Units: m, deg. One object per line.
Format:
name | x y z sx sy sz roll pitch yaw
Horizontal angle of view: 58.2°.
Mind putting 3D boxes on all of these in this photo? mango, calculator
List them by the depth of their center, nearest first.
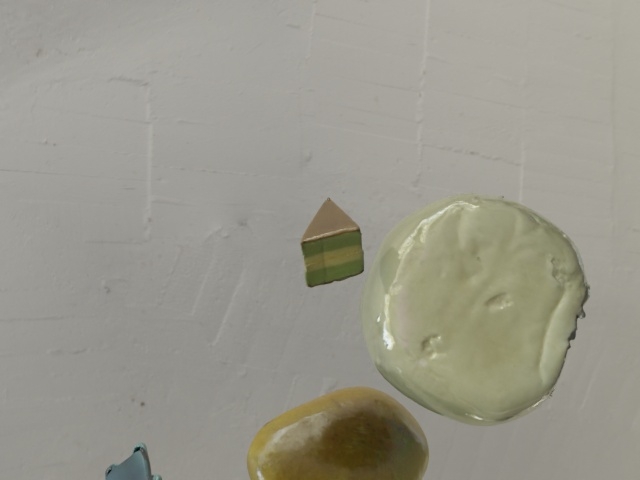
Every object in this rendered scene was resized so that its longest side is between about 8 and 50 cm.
calculator | -0.256 0.339 0.776 0.094 0.141 0.019 -37 -59 -6
mango | 0.038 0.401 1.069 0.364 0.182 0.253 9 -128 -31

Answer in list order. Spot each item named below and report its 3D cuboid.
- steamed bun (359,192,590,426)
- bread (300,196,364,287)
steamed bun | 0.217 0.098 0.903 0.311 0.233 0.334 31 -99 2
bread | -0.001 -0.002 0.809 0.084 0.139 0.074 -13 -64 -12
